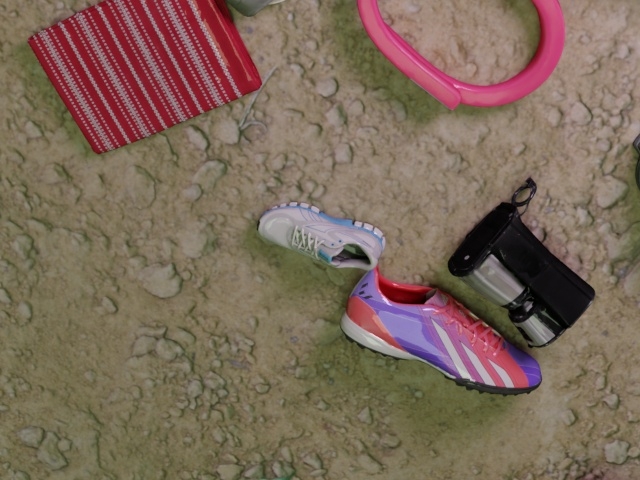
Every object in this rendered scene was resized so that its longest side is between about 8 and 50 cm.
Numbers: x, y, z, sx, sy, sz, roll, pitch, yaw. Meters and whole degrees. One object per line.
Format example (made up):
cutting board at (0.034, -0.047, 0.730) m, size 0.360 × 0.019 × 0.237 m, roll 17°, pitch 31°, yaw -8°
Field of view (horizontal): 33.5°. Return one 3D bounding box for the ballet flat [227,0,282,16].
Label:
ballet flat at (-0.027, -0.358, 1.373) m, size 0.213 × 0.072 × 0.068 m, roll -25°, pitch 140°, yaw 17°

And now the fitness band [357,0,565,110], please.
fitness band at (0.183, -0.296, 1.389) m, size 0.291 × 0.054 × 0.209 m, roll 37°, pitch 111°, yaw -15°

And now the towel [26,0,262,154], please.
towel at (-0.238, -0.247, 1.458) m, size 0.275 × 0.031 × 0.199 m, roll -20°, pitch 116°, yaw 16°

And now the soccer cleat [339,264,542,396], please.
soccer cleat at (0.192, 0.136, 1.578) m, size 0.318 × 0.108 × 0.116 m, roll 20°, pitch 113°, yaw -3°

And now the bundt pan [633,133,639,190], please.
bundt pan at (0.594, -0.103, 1.411) m, size 0.331 × 0.124 × 0.330 m, roll 2°, pitch 116°, yaw 4°

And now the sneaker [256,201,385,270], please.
sneaker at (0.000, 0.000, 1.535) m, size 0.191 × 0.083 × 0.071 m, roll 11°, pitch 119°, yaw 0°

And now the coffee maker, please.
coffee maker at (0.301, 0.040, 1.509) m, size 0.178 × 0.120 × 0.171 m, roll 40°, pitch 112°, yaw -15°
